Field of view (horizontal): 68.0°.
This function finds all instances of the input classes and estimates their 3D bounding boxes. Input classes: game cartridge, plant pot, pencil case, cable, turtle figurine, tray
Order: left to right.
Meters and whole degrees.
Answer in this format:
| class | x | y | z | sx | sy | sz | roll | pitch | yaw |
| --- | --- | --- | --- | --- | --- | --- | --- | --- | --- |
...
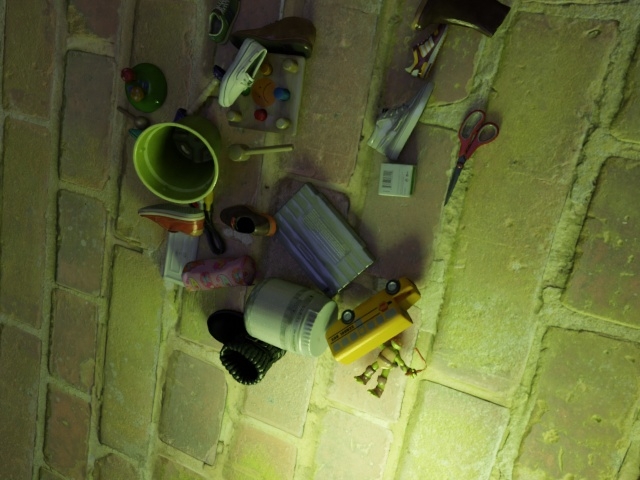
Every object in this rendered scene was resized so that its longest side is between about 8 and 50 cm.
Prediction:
| class | x | y | z | sx | sy | sz | roll | pitch | yaw |
| --- | --- | --- | --- | --- | --- | --- | --- | --- | --- |
| tray | -0.554 | 0.048 | 1.861 | 0.145 | 0.030 | 0.270 | 16 | 104 | 17 |
| plant pot | -0.456 | -0.306 | 1.625 | 0.276 | 0.254 | 0.276 | 2 | 121 | 3 |
| cable | -0.439 | -0.082 | 1.775 | 0.139 | 0.072 | 0.287 | -4 | 97 | 26 |
| pencil case | -0.371 | 0.123 | 1.760 | 0.284 | 0.124 | 0.124 | -7 | 96 | 21 |
| game cartridge | 0.000 | 0.000 | 1.632 | 0.230 | 0.068 | 0.355 | -42 | 83 | 17 |
| turtle figurine | 0.208 | 0.401 | 1.599 | 0.269 | 0.087 | 0.217 | 36 | 94 | 25 |

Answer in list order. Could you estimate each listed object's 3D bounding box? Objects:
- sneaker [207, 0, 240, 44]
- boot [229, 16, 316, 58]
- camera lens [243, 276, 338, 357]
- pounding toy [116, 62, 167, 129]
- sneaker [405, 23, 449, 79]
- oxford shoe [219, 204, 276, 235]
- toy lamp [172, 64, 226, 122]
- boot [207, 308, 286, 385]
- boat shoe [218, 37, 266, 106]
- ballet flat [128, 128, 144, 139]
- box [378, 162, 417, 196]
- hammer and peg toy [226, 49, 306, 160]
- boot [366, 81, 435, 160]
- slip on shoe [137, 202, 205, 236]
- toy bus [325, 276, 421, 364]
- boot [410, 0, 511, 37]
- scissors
| class | x | y | z | sx | sy | sz | roll | pitch | yaw |
| --- | --- | --- | --- | --- | --- | --- | --- | --- | --- |
| sneaker | -0.334 | -0.773 | 1.620 | 0.064 | 0.086 | 0.192 | 25 | 106 | 15 |
| boot | -0.156 | -0.676 | 1.578 | 0.305 | 0.112 | 0.115 | 11 | 77 | 19 |
| camera lens | -0.104 | 0.257 | 1.609 | 0.274 | 0.219 | 0.220 | 16 | 104 | 26 |
| pounding toy | -0.693 | -0.553 | 1.777 | 0.183 | 0.110 | 0.237 | 37 | 108 | 12 |
| sneaker | 0.319 | -0.582 | 1.415 | 0.083 | 0.069 | 0.186 | 26 | 105 | 10 |
| oxford shoe | -0.281 | -0.074 | 1.676 | 0.271 | 0.098 | 0.097 | 12 | 102 | 40 |
| toy lamp | -0.435 | -0.503 | 1.707 | 0.274 | 0.080 | 0.080 | -44 | 82 | 18 |
| boot | -0.306 | 0.369 | 1.693 | 0.347 | 0.260 | 0.131 | 17 | 104 | 17 |
| boat shoe | -0.245 | -0.516 | 1.489 | 0.075 | 0.083 | 0.226 | 31 | 106 | 13 |
| ballet flat | -0.619 | -0.362 | 1.805 | 0.247 | 0.083 | 0.087 | 42 | 86 | 10 |
| box | 0.243 | -0.192 | 1.493 | 0.101 | 0.087 | 0.101 | 8 | 101 | 19 |
| hammer and peg toy | -0.181 | -0.439 | 1.595 | 0.265 | 0.127 | 0.362 | 11 | 102 | 17 |
| boot | 0.240 | -0.384 | 1.459 | 0.123 | 0.095 | 0.258 | 30 | 108 | 7 |
| slip on shoe | -0.564 | -0.079 | 1.780 | 0.331 | 0.123 | 0.101 | 11 | 110 | 31 |
| toy bus | 0.177 | 0.259 | 1.534 | 0.332 | 0.108 | 0.130 | -36 | 52 | 14 |
| boot | 0.393 | -0.629 | 1.320 | 0.207 | 0.090 | 0.248 | 38 | 73 | 8 |
| scissors | 0.427 | -0.253 | 1.455 | 0.109 | 0.021 | 0.297 | 36 | 110 | 9 |
